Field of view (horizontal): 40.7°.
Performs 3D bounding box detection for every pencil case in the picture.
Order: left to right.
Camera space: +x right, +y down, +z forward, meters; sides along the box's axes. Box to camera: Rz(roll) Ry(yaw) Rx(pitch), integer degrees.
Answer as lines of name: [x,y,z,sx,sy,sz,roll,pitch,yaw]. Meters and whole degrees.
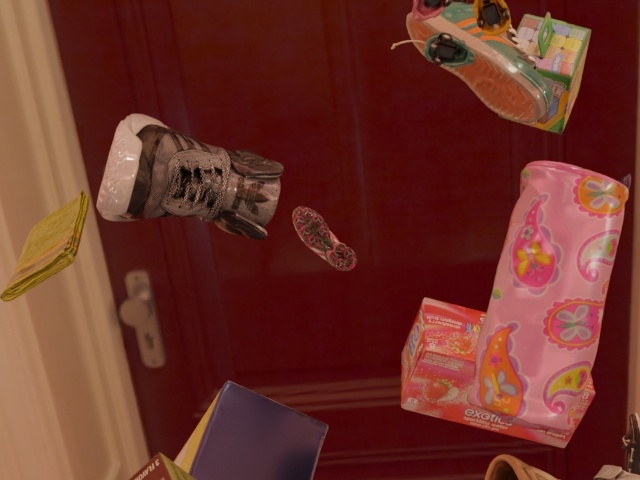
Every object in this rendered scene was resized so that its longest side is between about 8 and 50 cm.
pencil case: [0.242,0.057,0.919,0.124,0.284,0.124,13,-4,1]

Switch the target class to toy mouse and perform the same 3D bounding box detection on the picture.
toy mouse: [0.150,-0.262,1.028,0.143,0.161,0.031,-21,33,25]

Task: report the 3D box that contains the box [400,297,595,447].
box: [0.256,0.194,1.274,0.257,0.123,0.128,15,33,-3]

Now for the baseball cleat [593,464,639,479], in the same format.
baseball cleat: [0.387,0.390,1.243,0.206,0.072,0.109,-31,20,36]

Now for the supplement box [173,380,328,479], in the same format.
supplement box: [-0.156,0.433,1.490,0.195,0.356,0.194,26,48,-7]

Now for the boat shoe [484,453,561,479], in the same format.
boat shoe: [0.205,0.356,0.867,0.110,0.121,0.341,37,25,-8]

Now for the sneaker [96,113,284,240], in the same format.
sneaker: [-0.118,-0.058,0.856,0.153,0.101,0.268,16,8,0]

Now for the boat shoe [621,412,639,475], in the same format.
boat shoe: [0.537,0.356,1.482,0.038,0.125,0.046,-6,15,18]

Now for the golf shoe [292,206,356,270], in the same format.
golf shoe: [0.000,0.000,1.957,0.067,0.186,0.086,-44,7,-9]

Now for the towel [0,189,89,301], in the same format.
towel: [-0.357,0.001,1.131,0.102,0.021,0.237,-31,23,3]

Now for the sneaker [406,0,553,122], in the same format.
sneaker: [0.264,-0.295,1.318,0.121,0.108,0.302,-32,52,-12]

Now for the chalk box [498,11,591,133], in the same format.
chalk box: [0.420,-0.327,1.615,0.132,0.213,0.132,20,64,18]

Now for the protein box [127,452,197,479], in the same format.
protein box: [-0.117,0.356,0.836,0.136,0.201,0.200,-41,37,-3]
